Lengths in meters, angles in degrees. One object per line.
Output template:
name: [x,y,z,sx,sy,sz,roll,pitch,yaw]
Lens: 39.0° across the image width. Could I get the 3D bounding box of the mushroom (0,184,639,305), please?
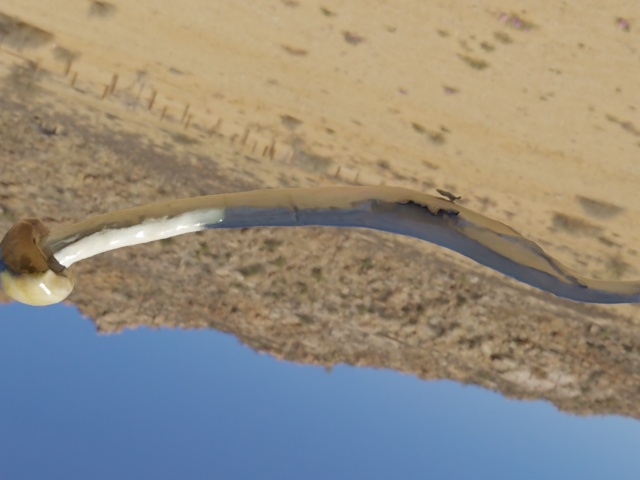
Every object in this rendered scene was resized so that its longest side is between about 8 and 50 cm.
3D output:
mushroom: [0.000,0.001,0.405,0.306,0.068,0.043,-1,157,10]
